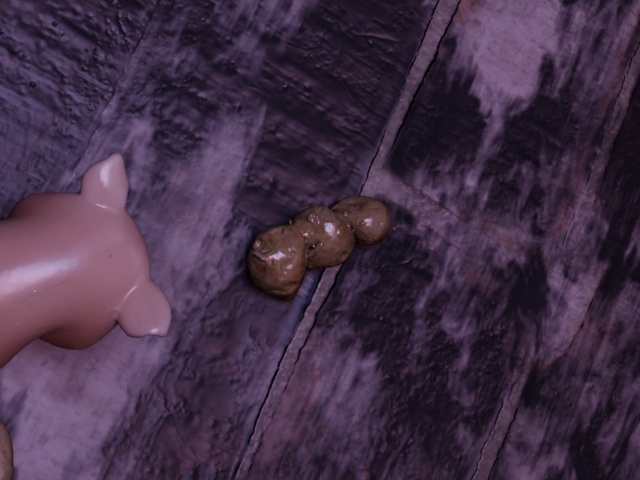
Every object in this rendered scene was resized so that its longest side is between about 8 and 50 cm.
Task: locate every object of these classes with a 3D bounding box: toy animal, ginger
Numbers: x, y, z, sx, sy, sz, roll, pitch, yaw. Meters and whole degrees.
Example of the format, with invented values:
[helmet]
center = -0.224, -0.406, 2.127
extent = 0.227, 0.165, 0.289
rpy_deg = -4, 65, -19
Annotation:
[toy animal]
center = -0.312, 0.049, 1.086
extent = 0.256, 0.213, 0.195
rpy_deg = -21, 92, -24
[ginger]
center = 0.000, 0.000, 1.305
extent = 0.204, 0.080, 0.104
rpy_deg = -30, 132, -22

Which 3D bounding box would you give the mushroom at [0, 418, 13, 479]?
[mushroom]
center = -0.406, 0.235, 1.080
extent = 0.166, 0.127, 0.166
rpy_deg = 4, 79, -20
